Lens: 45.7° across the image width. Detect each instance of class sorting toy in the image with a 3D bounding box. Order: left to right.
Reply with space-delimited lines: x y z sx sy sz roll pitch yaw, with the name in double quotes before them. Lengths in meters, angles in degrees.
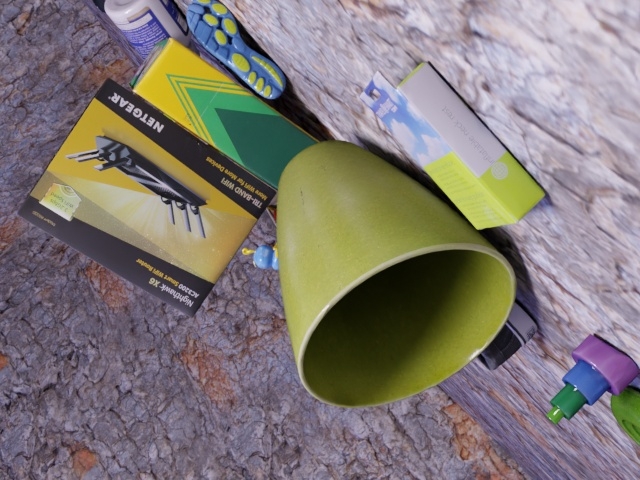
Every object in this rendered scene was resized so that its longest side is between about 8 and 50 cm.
"sorting toy" 0.370 0.271 0.888 0.365 0.126 0.127 49 175 -23

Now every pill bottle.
"pill bottle" -0.312 -0.401 1.444 0.112 0.112 0.187 43 173 41

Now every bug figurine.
"bug figurine" 0.000 0.000 1.222 0.216 0.072 0.279 10 -158 3

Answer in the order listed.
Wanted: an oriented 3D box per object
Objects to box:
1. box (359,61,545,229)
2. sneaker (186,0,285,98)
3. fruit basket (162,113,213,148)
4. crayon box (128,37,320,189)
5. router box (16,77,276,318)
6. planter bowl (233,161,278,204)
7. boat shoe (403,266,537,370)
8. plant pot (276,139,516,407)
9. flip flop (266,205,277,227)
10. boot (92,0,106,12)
"box" 0.116 -0.089 0.701 0.178 0.042 0.109 48 174 -2
"sneaker" -0.131 -0.281 1.137 0.188 0.067 0.078 45 169 -10
"fruit basket" -0.366 -0.231 1.831 0.165 0.353 0.327 49 175 -30
"crayon box" -0.163 -0.207 1.285 0.313 0.106 0.363 33 -178 -19
"router box" -0.263 -0.063 1.174 0.308 0.243 0.081 33 -179 -18
"planter bowl" -0.138 -0.146 1.821 0.109 0.162 0.162 20 -170 -31
"boat shoe" 0.163 0.061 1.093 0.306 0.105 0.113 45 174 23
"plant pot" 0.054 0.009 0.966 0.275 0.274 0.294 53 -173 -48
"flip flop" -0.089 -0.097 2.042 0.277 0.112 0.080 54 158 -16
"boot" -0.453 -0.551 1.544 0.246 0.094 0.207 52 175 43
